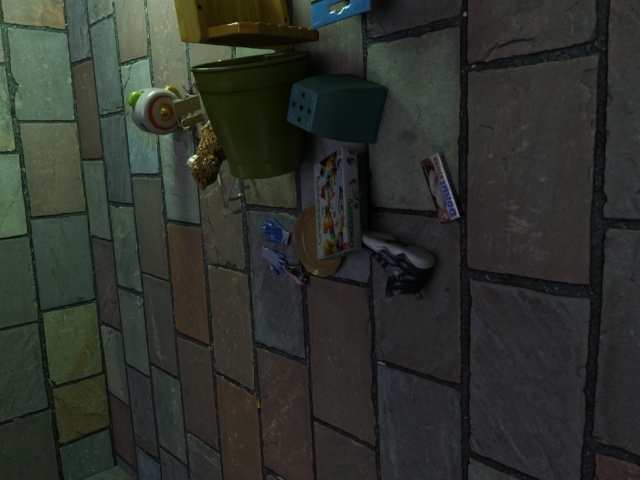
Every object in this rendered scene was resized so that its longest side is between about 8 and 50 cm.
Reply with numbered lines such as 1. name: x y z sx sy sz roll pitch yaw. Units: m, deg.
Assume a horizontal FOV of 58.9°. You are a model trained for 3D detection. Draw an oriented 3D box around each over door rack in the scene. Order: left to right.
1. over door rack: -0.326 -0.282 2.122 0.324 0.108 0.239 56 134 43

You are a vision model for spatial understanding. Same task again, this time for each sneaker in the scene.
1. sneaker: -0.081 0.106 1.972 0.119 0.047 0.057 39 103 36
2. sneaker: 0.191 0.073 1.602 0.269 0.101 0.153 24 113 40

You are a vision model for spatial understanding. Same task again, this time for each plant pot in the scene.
1. plant pot: -0.194 -0.391 1.790 0.367 0.367 0.352 17 123 45
2. plant pot: 0.000 0.000 1.858 0.236 0.032 0.236 14 108 47
3. plant pot: 0.035 -0.372 1.583 0.165 0.234 0.165 34 121 39

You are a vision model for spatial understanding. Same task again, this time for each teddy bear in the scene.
1. teddy bear: -0.396 -0.337 2.032 0.338 0.113 0.245 -36 57 53

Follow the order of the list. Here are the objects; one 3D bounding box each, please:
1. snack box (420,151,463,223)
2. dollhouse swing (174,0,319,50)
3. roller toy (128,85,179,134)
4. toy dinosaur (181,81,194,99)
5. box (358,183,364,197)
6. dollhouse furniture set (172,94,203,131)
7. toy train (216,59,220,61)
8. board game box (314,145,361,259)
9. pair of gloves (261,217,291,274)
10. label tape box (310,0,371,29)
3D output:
1. snack box: 0.316 -0.136 1.478 0.064 0.022 0.178 -25 79 47
2. dollhouse swing: -0.208 -0.715 1.695 0.305 0.347 0.315 -8 92 50
3. roller toy: -0.687 -0.546 2.395 0.146 0.209 0.191 19 126 44
4. toy dinosaur: -0.534 -0.614 2.337 0.082 0.047 0.090 -27 111 39
5. box: 0.077 -0.127 1.747 0.081 0.028 0.136 46 127 32
6. dollhouse furniture set: -0.576 -0.510 2.302 0.151 0.123 0.144 17 126 37
7. toy train: -0.334 -0.590 2.098 0.166 0.046 0.125 48 129 27
8. board game box: 0.048 -0.105 1.686 0.193 0.053 0.305 -23 67 62
9. pair of gloves: -0.167 0.025 2.059 0.159 0.023 0.198 28 117 42
10. label tape box: 0.076 -0.768 1.547 0.241 0.106 0.333 5 103 48
